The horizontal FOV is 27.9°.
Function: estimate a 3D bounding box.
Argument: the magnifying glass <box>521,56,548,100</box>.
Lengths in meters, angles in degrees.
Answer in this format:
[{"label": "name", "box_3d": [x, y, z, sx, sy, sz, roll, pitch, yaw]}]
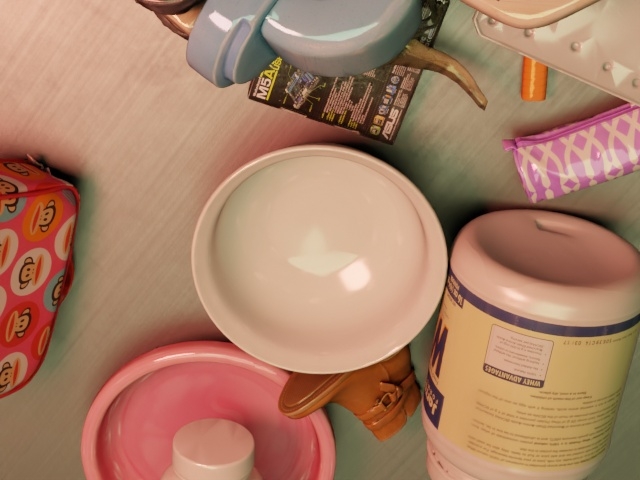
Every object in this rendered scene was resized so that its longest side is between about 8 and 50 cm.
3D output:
[{"label": "magnifying glass", "box_3d": [0.249, -0.270, 1.457, 0.092, 0.026, 0.231, 0, 117, 1]}]

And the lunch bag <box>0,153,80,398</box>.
[{"label": "lunch bag", "box_3d": [-0.390, 0.050, 1.517, 0.120, 0.258, 0.293, 27, 111, 26]}]

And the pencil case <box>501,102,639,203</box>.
[{"label": "pencil case", "box_3d": [0.324, -0.112, 1.500, 0.206, 0.086, 0.088, -21, 130, 10]}]

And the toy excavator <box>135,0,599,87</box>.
[{"label": "toy excavator", "box_3d": [0.087, -0.278, 1.271, 0.445, 0.222, 0.433, 38, 92, 4]}]

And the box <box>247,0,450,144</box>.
[{"label": "box", "box_3d": [0.030, -0.223, 1.473, 0.184, 0.045, 0.191, 18, 116, -6]}]

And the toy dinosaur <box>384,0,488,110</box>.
[{"label": "toy dinosaur", "box_3d": [0.074, -0.232, 1.412, 0.268, 0.064, 0.118, 14, 124, -8]}]

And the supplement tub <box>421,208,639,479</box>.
[{"label": "supplement tub", "box_3d": [0.250, 0.151, 1.551, 0.235, 0.235, 0.325, 7, 116, -3]}]

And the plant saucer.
[{"label": "plant saucer", "box_3d": [-0.145, 0.266, 1.699, 0.332, 0.084, 0.332, 1, 116, 1]}]

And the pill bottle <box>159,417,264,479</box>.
[{"label": "pill bottle", "box_3d": [-0.139, 0.353, 1.620, 0.136, 0.136, 0.246, 4, 117, -1]}]

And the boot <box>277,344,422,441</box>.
[{"label": "boot", "box_3d": [0.047, 0.200, 1.628, 0.197, 0.073, 0.152, -37, 124, -21]}]

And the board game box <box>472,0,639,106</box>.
[{"label": "board game box", "box_3d": [0.409, -0.330, 1.371, 0.390, 0.050, 0.390, 22, 103, -10]}]

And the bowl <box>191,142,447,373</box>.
[{"label": "bowl", "box_3d": [0.000, 0.000, 1.535, 0.297, 0.134, 0.298, 1, 117, 1]}]
